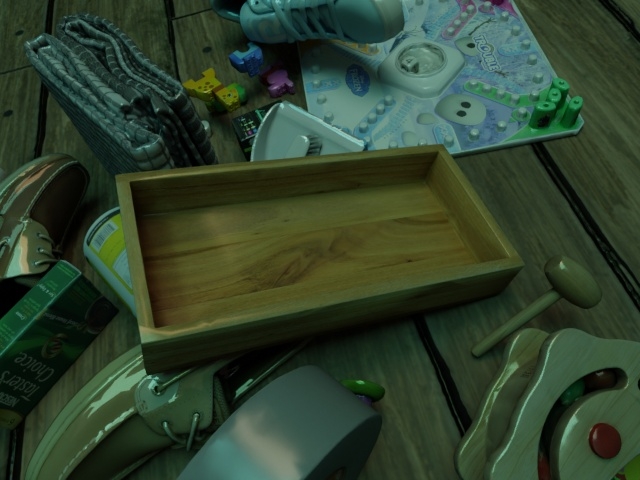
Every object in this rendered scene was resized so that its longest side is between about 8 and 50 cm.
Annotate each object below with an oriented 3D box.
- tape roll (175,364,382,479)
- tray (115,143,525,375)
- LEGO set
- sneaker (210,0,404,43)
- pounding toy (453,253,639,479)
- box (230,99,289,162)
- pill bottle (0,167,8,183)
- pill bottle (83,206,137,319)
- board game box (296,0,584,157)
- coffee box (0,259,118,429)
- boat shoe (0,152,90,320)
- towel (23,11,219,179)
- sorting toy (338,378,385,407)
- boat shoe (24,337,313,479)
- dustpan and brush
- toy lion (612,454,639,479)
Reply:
[{"bbox_3d":[-0.041,0.216,0.434,0.072,0.219,0.219,34,68,25],"label":"tape roll"},{"bbox_3d":[0.000,0.000,0.580,0.410,0.076,0.203,-9,55,-20],"label":"tray"},{"bbox_3d":[-0.135,-0.230,0.812,0.227,0.087,0.093,-37,60,-14],"label":"LEGO set"},{"bbox_3d":[-0.038,-0.351,0.802,0.365,0.135,0.150,33,79,39],"label":"sneaker"},{"bbox_3d":[0.239,0.164,0.513,0.154,0.155,0.270,32,77,-2],"label":"pounding toy"},{"bbox_3d":[-0.083,-0.161,0.774,0.083,0.062,0.052,-25,59,-7],"label":"box"},{"bbox_3d":[-0.522,-0.029,0.728,0.107,0.108,0.180,2,59,10],"label":"pill bottle"},{"bbox_3d":[-0.204,0.042,0.638,0.103,0.103,0.184,-42,62,-18],"label":"pill bottle"},{"bbox_3d":[0.162,-0.293,0.830,0.389,0.050,0.390,-10,57,2],"label":"board game box"},{"bbox_3d":[-0.333,0.124,0.602,0.040,0.113,0.184,28,64,20],"label":"coffee box"},{"bbox_3d":[-0.389,0.034,0.671,0.116,0.123,0.325,18,71,15],"label":"boat shoe"},{"bbox_3d":[-0.233,-0.145,0.686,0.121,0.235,0.283,-42,61,-18],"label":"towel"},{"bbox_3d":[0.020,0.176,0.546,0.101,0.061,0.042,-9,54,30],"label":"sorting toy"},{"bbox_3d":[-0.141,0.160,0.543,0.110,0.122,0.341,37,68,28],"label":"boat shoe"},{"bbox_3d":[-0.051,-0.074,0.704,0.147,0.060,0.211,30,100,13],"label":"dustpan and brush"},{"bbox_3d":[0.330,0.233,0.484,0.100,0.034,0.096,-11,49,1],"label":"toy lion"}]
